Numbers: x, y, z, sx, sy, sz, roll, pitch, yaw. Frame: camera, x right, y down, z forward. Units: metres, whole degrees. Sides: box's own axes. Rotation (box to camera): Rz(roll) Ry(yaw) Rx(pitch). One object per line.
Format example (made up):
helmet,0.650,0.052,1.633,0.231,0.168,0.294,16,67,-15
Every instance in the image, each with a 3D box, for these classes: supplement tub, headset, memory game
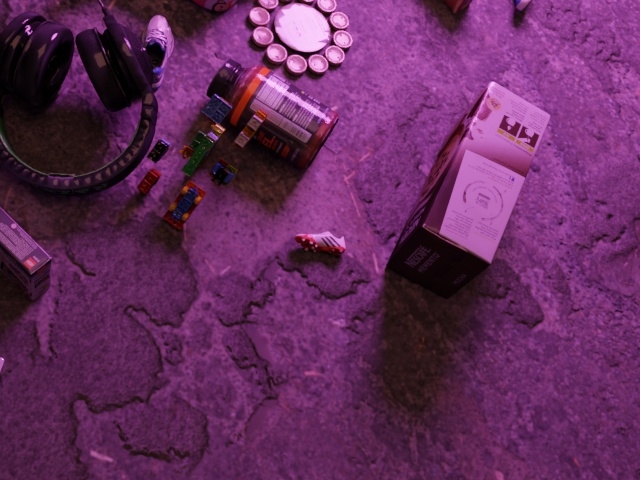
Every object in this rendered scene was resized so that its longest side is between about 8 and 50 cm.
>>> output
supplement tub,-0.078,-0.204,1.416,0.198,0.106,0.106,32,63,-2
headset,-0.358,-0.259,1.347,0.243,0.185,0.394,3,83,-2
memory game,-0.033,-0.362,1.547,0.186,0.012,0.186,6,66,-14

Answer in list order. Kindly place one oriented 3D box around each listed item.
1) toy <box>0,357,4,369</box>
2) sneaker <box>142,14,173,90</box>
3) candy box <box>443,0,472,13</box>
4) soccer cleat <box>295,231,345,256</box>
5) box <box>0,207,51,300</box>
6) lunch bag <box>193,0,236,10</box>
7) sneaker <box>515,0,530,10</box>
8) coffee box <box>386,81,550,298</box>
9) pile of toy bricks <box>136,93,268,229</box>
toy,-0.542,0.173,1.143,0.237,0.056,0.136,18,66,-9
sneaker,-0.257,-0.304,1.428,0.052,0.058,0.135,8,66,-14
candy box,0.218,-0.517,1.635,0.053,0.109,0.186,-36,83,-26
soccer cleat,0.000,0.000,1.400,0.083,0.029,0.035,14,56,-15
box,-0.447,-0.017,1.219,0.207,0.114,0.036,44,63,3
lunch bag,-0.160,-0.532,1.526,0.258,0.120,0.293,33,64,-7
sneaker,0.371,-0.502,1.702,0.085,0.058,0.152,31,58,-9
coffee box,0.232,-0.078,1.424,0.119,0.168,0.297,29,62,-4
pile of toy bricks,-0.177,-0.131,1.355,0.118,0.105,0.212,37,100,-6
